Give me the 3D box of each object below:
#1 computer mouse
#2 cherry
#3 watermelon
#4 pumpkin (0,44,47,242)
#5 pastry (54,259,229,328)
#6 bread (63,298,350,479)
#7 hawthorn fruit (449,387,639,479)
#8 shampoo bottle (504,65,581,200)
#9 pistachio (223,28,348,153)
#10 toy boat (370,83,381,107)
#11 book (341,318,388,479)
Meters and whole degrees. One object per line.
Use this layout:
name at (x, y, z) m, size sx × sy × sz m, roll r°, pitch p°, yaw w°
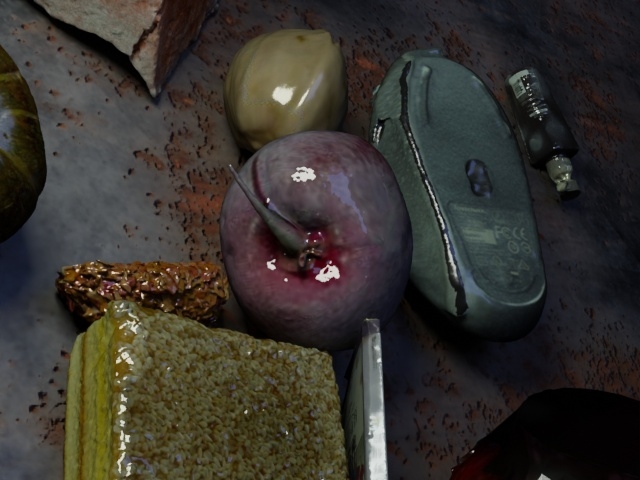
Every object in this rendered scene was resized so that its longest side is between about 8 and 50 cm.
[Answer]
computer mouse at (0.151, -0.049, 1.260) m, size 0.203 × 0.114 × 0.374 m, roll 7°, pitch 60°, yaw -30°
cherry at (0.000, 0.000, 1.040) m, size 0.266 × 0.183 × 0.213 m, roll -16°, pitch 108°, yaw -64°
watermelon at (-0.181, -0.300, 1.136) m, size 0.193 × 0.232 × 0.310 m, roll 37°, pitch -3°, yaw -9°
pumpkin at (-0.335, -0.084, 0.859) m, size 0.219 × 0.162 × 0.219 m, roll 5°, pitch 79°, yaw -25°
pastry at (-0.153, 0.051, 0.960) m, size 0.169 × 0.087 × 0.063 m, roll 1°, pitch 73°, yaw -40°
bread at (-0.094, 0.168, 0.900) m, size 0.234 × 0.110 × 0.184 m, roll 19°, pitch 46°, yaw -32°
hawthorn fruit at (0.236, 0.283, 0.946) m, size 0.316 × 0.316 × 0.316 m, roll 22°, pitch 47°, yaw -26°
shampoo bottle at (0.319, -0.150, 1.529) m, size 0.063 × 0.057 × 0.208 m, roll 6°, pitch 55°, yaw -38°
pistachio at (-0.033, -0.162, 1.182) m, size 0.138 × 0.153 × 0.238 m, roll 45°, pitch 12°, yaw -18°
toy boat at (0.128, -0.158, 1.369) m, size 0.140 × 0.059 × 0.066 m, roll 38°, pitch 57°, yaw -15°
book at (0.035, 0.207, 0.947) m, size 0.026 × 0.157 × 0.231 m, roll 3°, pitch 53°, yaw -5°
